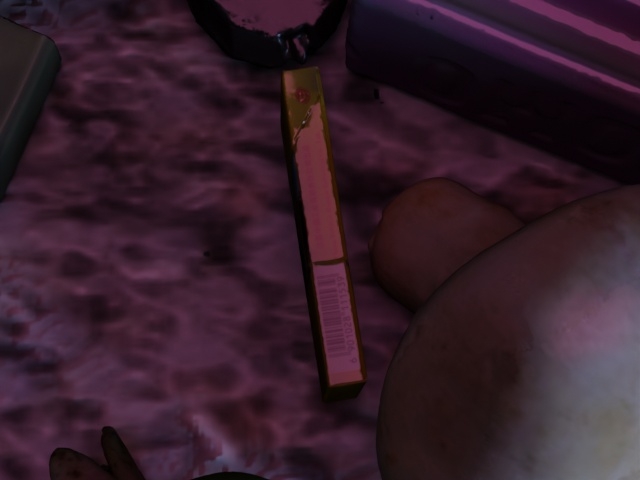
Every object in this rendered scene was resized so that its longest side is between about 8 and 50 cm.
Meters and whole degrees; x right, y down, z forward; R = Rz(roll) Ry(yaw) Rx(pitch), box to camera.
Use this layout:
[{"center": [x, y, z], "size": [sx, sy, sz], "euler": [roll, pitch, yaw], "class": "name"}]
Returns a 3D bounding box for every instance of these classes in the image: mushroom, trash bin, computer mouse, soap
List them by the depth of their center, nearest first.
[{"center": [0.116, 0.065, 0.617], "size": [0.206, 0.209, 0.206], "euler": [-4, 100, -20], "class": "mushroom"}, {"center": [0.117, -0.092, 0.665], "size": [0.203, 0.122, 0.065], "euler": [22, 79, 5], "class": "soap"}, {"center": [-0.181, -0.071, 0.694], "size": [0.061, 0.043, 0.092], "euler": [23, 74, 4], "class": "trash bin"}, {"center": [-0.040, -0.173, 0.714], "size": [0.099, 0.057, 0.172], "euler": [-18, 90, -6], "class": "computer mouse"}]

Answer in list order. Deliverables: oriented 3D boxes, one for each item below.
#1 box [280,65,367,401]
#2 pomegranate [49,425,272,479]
[{"center": [0.000, 0.000, 0.658], "size": [0.023, 0.087, 0.155], "euler": [-9, 78, 0], "class": "box"}, {"center": [-0.056, 0.174, 0.586], "size": [0.187, 0.187, 0.225], "euler": [-42, 55, -10], "class": "pomegranate"}]
